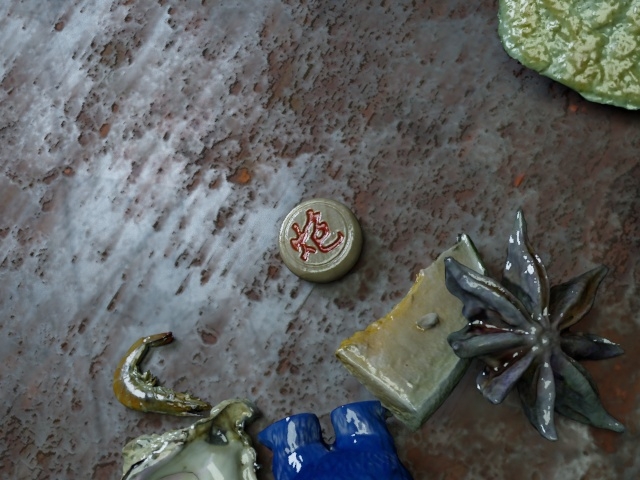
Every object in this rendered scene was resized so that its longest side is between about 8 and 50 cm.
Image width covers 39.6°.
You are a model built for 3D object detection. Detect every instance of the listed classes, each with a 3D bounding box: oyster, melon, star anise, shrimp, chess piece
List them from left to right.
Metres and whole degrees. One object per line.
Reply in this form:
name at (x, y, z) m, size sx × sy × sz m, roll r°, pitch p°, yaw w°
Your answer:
shrimp at (-0.151, 0.131, 0.872) m, size 0.114 × 0.023 × 0.083 m, roll 11°, pitch 74°, yaw 21°
oyster at (-0.110, 0.233, 0.811) m, size 0.163 × 0.081 × 0.191 m, roll 41°, pitch 72°, yaw 4°
chess piece at (0.000, 0.000, 0.863) m, size 0.083 × 0.038 × 0.084 m, roll -5°, pitch 73°, yaw 15°
melon at (0.106, 0.075, 0.788) m, size 0.098 × 0.054 × 0.182 m, roll 44°, pitch 64°, yaw 11°
star anise at (0.182, 0.074, 0.755) m, size 0.204 × 0.061 × 0.181 m, roll 26°, pitch 70°, yaw -15°

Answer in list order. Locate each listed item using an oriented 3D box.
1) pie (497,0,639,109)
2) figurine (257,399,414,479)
pie at (0.306, -0.246, 0.823) m, size 0.274 × 0.105 × 0.257 m, roll 2°, pitch 84°, yaw 16°
figurine at (0.034, 0.260, 0.733) m, size 0.164 × 0.121 × 0.262 m, roll -30°, pitch 71°, yaw 1°
